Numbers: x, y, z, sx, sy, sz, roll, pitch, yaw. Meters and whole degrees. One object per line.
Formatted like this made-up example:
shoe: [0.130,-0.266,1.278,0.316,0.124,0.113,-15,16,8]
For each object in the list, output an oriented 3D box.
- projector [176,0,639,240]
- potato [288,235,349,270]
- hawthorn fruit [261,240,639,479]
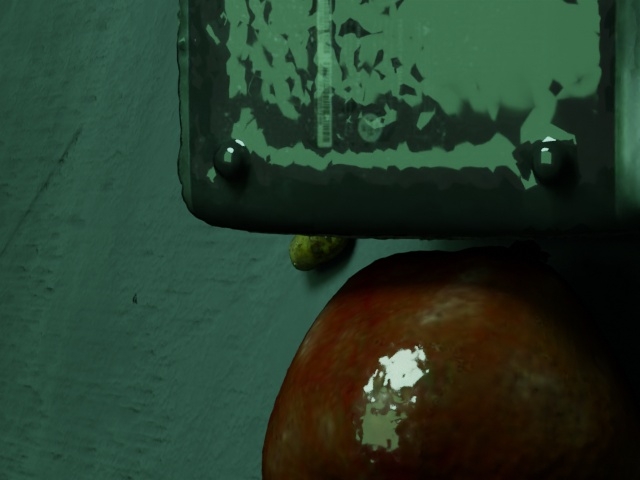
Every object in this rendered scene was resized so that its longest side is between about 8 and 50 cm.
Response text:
projector: [0.099,-0.197,1.405,0.405,0.242,0.395,2,94,32]
potato: [0.000,0.000,1.807,0.083,0.040,0.051,-41,22,46]
hawthorn fruit: [0.094,0.145,1.408,0.295,0.295,0.311,-53,35,27]
